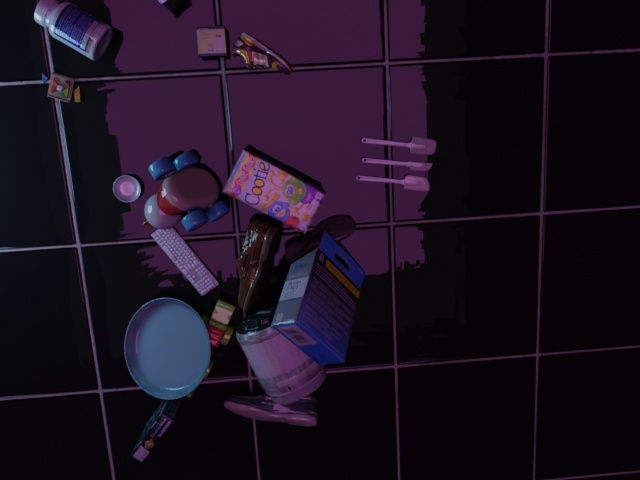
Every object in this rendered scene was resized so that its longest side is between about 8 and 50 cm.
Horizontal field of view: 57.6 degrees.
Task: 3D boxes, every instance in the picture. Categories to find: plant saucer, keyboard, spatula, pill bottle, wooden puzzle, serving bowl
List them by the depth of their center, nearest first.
[{"bbox_3d":[-0.698,-0.604,1.644,0.186,0.112,0.112,29,99,-10],"label":"pill bottle"},{"bbox_3d":[-0.768,-0.453,1.723,0.116,0.014,0.079,9,101,-6],"label":"wooden puzzle"},{"bbox_3d":[-0.593,-0.161,1.793,0.083,0.027,0.083,-1,103,-5],"label":"serving bowl"},{"bbox_3d":[0.238,-0.249,1.841,0.241,0.019,0.168,6,108,-4],"label":"spatula"},{"bbox_3d":[-0.479,0.340,1.849,0.317,0.043,0.318,-1,87,19],"label":"plant saucer"},{"bbox_3d":[-0.432,0.061,1.861,0.072,0.014,0.256,-36,102,4],"label":"keyboard"}]

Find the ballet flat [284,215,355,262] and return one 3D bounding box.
[{"bbox_3d":[0.000,0.000,1.862,0.249,0.058,0.084,-30,66,-2],"label":"ballet flat"}]

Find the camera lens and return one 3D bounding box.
[{"bbox_3d":[-0.123,0.344,1.841,0.219,0.219,0.274,-24,103,1],"label":"camera lens"}]

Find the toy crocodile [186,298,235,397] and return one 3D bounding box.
[{"bbox_3d":[-0.374,0.348,1.882,0.115,0.105,0.341,29,99,-10],"label":"toy crocodile"}]

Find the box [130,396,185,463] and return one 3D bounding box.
[{"bbox_3d":[-0.513,0.580,1.866,0.051,0.220,0.175,37,97,-8],"label":"box"}]

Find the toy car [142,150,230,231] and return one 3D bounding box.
[{"bbox_3d":[-0.443,-0.110,1.763,0.238,0.210,0.219,-33,90,33],"label":"toy car"}]

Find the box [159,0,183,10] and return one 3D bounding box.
[{"bbox_3d":[-0.450,-0.727,1.627,0.072,0.126,0.137,-38,102,6],"label":"box"}]

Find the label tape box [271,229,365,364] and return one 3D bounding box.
[{"bbox_3d":[0.003,0.176,1.788,0.105,0.334,0.240,-15,133,36],"label":"label tape box"}]

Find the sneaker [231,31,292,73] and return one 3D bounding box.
[{"bbox_3d":[-0.173,-0.534,1.726,0.185,0.069,0.084,35,107,-4],"label":"sneaker"}]

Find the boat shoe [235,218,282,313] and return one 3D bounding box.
[{"bbox_3d":[-0.211,0.078,1.845,0.104,0.110,0.307,25,105,17],"label":"boat shoe"}]

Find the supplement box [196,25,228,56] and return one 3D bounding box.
[{"bbox_3d":[-0.316,-0.581,1.704,0.083,0.056,0.083,-3,103,-3],"label":"supplement box"}]

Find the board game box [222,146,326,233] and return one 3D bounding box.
[{"bbox_3d":[-0.139,-0.155,1.767,0.275,0.144,0.142,27,99,-10],"label":"board game box"}]

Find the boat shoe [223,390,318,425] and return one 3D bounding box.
[{"bbox_3d":[-0.163,0.551,1.965,0.319,0.116,0.099,9,59,1],"label":"boat shoe"}]
